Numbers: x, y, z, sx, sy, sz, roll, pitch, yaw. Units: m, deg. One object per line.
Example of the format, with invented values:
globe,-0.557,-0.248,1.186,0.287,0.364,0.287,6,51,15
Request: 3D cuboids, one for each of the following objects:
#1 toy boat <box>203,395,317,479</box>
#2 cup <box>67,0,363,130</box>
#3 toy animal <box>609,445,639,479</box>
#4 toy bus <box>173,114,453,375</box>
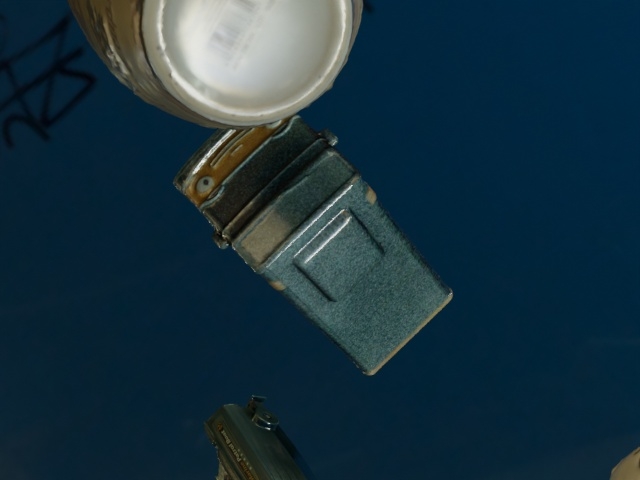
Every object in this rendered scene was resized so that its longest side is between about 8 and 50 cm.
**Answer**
toy boat,-0.033,0.173,0.889,0.060,0.055,0.141,-59,-138,16
cup,-0.050,-0.218,0.897,0.301,0.227,0.257,-65,-156,15
toy animal,0.428,0.340,1.456,0.165,0.187,0.235,113,-20,-48
toy bus,0.000,0.000,1.179,0.138,0.275,0.167,-43,-128,-1
